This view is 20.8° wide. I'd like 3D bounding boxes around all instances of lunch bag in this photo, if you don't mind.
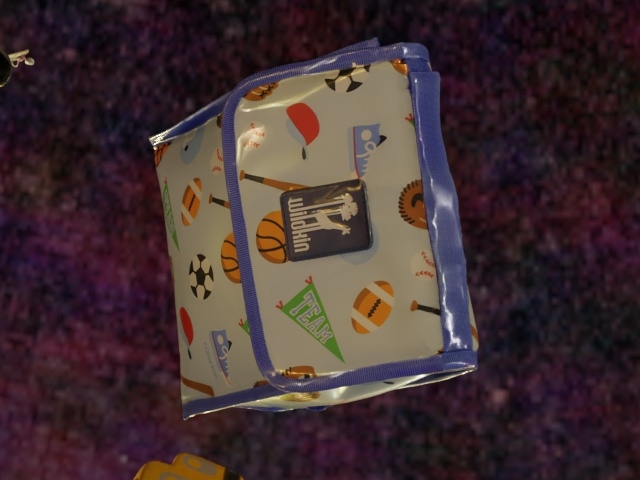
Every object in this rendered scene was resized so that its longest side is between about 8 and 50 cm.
[{"bbox_3d":[0.000,0.000,1.755,0.239,0.328,0.385,-3,172,-34],"label":"lunch bag"}]

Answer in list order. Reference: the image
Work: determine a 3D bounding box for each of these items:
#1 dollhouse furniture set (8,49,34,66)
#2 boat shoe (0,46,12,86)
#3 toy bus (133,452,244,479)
[{"bbox_3d":[-0.413,-0.217,2.149,0.081,0.091,0.114,-23,178,-44],"label":"dollhouse furniture set"},{"bbox_3d":[-0.375,-0.194,1.773,0.076,0.080,0.228,11,171,12],"label":"boat shoe"},{"bbox_3d":[-0.151,0.270,0.992,0.130,0.108,0.333,22,113,-5],"label":"toy bus"}]
